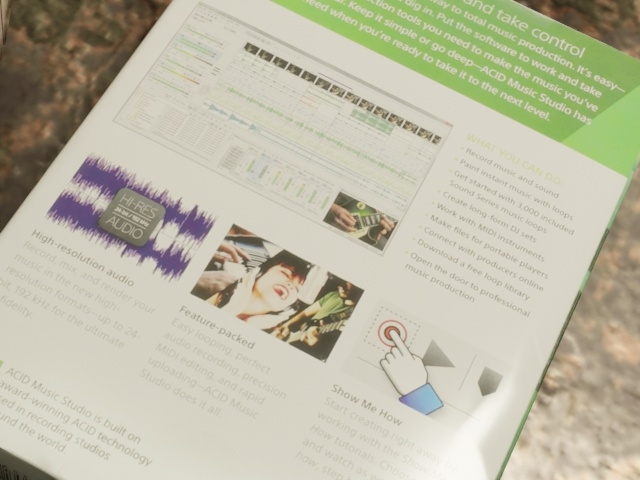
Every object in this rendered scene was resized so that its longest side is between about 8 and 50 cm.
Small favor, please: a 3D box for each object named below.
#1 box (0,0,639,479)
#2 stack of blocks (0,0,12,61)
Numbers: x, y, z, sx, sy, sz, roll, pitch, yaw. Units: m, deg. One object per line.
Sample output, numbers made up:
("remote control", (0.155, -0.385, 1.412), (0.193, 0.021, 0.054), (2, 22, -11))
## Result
("box", (0.000, 0.000, 0.584), (0.232, 0.058, 0.322), (27, 62, 6))
("stack of blocks", (-0.282, -0.124, 0.537), (0.297, 0.171, 0.087), (6, 61, -7))
